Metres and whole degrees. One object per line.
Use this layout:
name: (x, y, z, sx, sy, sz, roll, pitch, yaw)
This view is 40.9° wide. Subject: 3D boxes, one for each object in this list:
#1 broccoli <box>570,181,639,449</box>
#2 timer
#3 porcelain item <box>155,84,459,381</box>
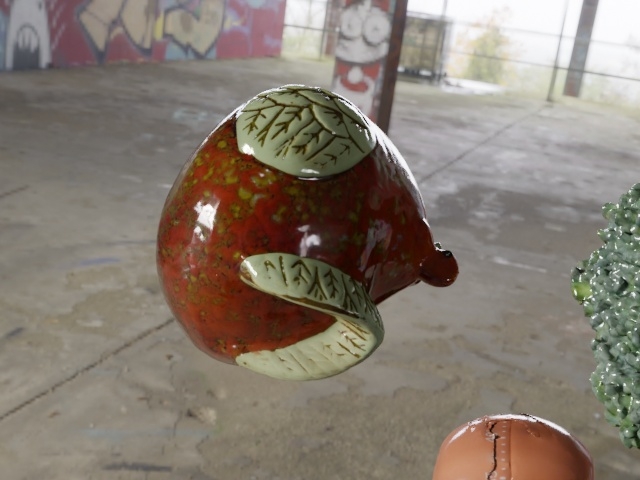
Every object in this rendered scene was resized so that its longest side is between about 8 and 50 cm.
broccoli: (0.364, 0.076, 0.700, 0.397, 0.353, 0.275, 14, 11, -47)
timer: (0.262, 0.351, 1.170, 0.215, 0.229, 0.229, -1, 14, 13)
porcelain item: (0.000, 0.000, 0.710, 0.253, 0.253, 0.253, 7, 16, -2)
